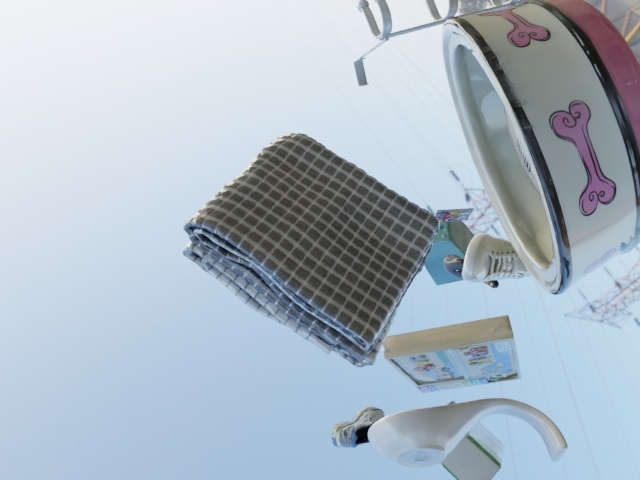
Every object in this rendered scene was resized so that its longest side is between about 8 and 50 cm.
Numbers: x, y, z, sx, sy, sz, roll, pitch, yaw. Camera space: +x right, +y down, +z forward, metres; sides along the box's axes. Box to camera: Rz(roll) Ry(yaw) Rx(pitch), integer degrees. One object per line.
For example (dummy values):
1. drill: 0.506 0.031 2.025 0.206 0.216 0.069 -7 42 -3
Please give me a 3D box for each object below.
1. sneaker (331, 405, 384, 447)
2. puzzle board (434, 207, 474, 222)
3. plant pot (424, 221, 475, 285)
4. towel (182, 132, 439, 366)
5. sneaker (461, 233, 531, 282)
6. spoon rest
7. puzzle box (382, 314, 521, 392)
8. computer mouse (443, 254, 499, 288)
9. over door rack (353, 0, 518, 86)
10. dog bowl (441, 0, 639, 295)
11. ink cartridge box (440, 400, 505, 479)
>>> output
1. sneaker: 0.083 0.347 0.887 0.135 0.058 0.052 -11 -85 -48
2. puzzle board: 0.357 -0.066 1.310 0.096 0.128 0.011 -2 -100 8
3. plant pot: 0.427 0.021 1.661 0.234 0.165 0.166 40 -137 -45
4. towel: 0.000 0.000 0.642 0.283 0.121 0.235 33 -129 5
5. sneaker: 0.422 0.040 1.111 0.123 0.106 0.290 14 -164 36
6. spoon rest: 0.208 0.283 0.721 0.276 0.137 0.084 -1 -135 3
7. puzzle box: 0.328 0.287 1.159 0.409 0.272 0.052 48 -147 -54
8. computer mouse: 0.401 0.089 1.325 0.041 0.071 0.242 -25 -166 -10
9. over door rack: 0.187 -0.398 0.894 0.239 0.108 0.324 -14 -177 -2
10. dog bowl: 0.314 -0.140 0.678 0.408 0.150 0.408 -22 -90 -79
11. ink cartridge box: 0.308 0.437 1.045 0.153 0.087 0.208 39 -175 26
